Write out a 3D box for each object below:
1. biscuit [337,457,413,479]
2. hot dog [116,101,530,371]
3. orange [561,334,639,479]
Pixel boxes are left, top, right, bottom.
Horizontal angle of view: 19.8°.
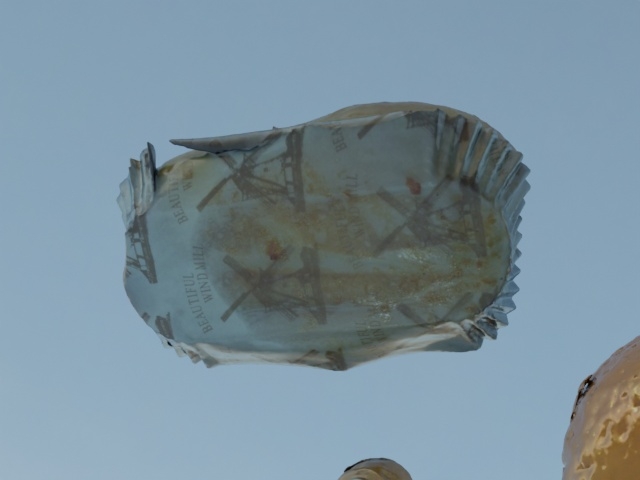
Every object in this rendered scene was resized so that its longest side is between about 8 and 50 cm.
[{"bbox_3d":[0.019,0.241,1.108,0.340,0.047,0.216,-5,-92,41],"label":"biscuit"},{"bbox_3d":[0.000,0.000,1.122,0.270,0.082,0.162,-7,-74,18],"label":"hot dog"},{"bbox_3d":[0.411,0.239,1.813,0.293,0.340,0.340,-7,-53,41],"label":"orange"}]
